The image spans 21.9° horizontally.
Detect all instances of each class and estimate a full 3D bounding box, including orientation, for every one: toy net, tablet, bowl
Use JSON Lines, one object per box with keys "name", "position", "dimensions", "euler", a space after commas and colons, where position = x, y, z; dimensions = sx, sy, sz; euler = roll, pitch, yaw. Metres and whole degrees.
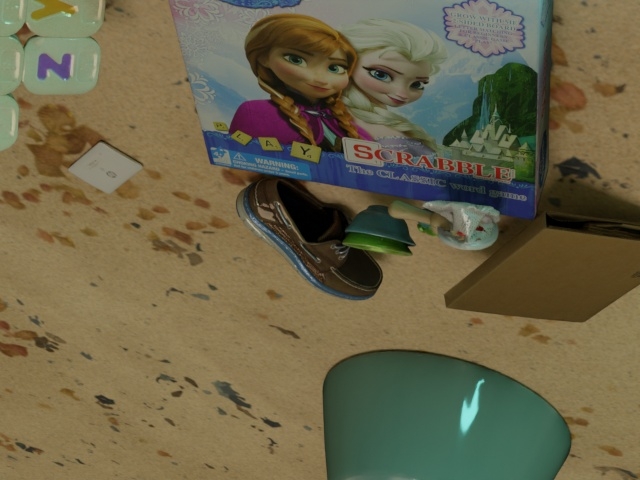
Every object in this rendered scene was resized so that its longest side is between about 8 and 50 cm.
{"name": "toy net", "position": [0.115, -0.005, 1.548], "dimensions": [0.122, 0.045, 0.232], "euler": [14, 175, -22]}
{"name": "tablet", "position": [-0.227, -0.076, 1.743], "dimensions": [0.054, 0.006, 0.083], "euler": [31, 148, -21]}
{"name": "bowl", "position": [0.130, 0.280, 1.975], "dimensions": [0.312, 0.163, 0.311], "euler": [14, 149, 9]}

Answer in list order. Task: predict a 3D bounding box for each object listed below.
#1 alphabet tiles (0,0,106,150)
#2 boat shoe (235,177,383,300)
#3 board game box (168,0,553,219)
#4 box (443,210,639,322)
{"name": "alphabet tiles", "position": [-0.317, -0.203, 1.394], "dimensions": [0.278, 0.021, 0.284], "euler": [-3, 122, -23]}
{"name": "boat shoe", "position": [0.000, 0.000, 1.686], "dimensions": [0.183, 0.066, 0.066], "euler": [33, 145, -24]}
{"name": "board game box", "position": [0.038, -0.154, 1.419], "dimensions": [0.319, 0.066, 0.318], "euler": [10, 149, 13]}
{"name": "box", "position": [0.237, 0.029, 1.600], "dimensions": [0.164, 0.021, 0.201], "euler": [7, 154, -22]}
